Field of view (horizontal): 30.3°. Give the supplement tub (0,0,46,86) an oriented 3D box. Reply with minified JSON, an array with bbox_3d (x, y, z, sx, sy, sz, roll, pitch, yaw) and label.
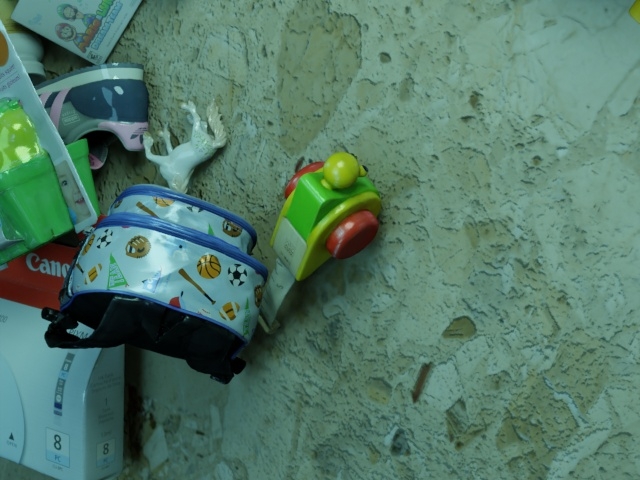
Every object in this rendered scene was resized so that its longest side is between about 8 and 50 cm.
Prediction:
[{"bbox_3d":[-0.493,-0.313,1.737,0.144,0.144,0.200,-25,82,38],"label":"supplement tub"}]

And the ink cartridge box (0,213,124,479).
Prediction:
[{"bbox_3d":[-0.424,0.141,1.743,0.308,0.091,0.385,10,105,36],"label":"ink cartridge box"}]

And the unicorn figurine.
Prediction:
[{"bbox_3d":[-0.186,-0.111,1.583,0.162,0.060,0.111,-41,72,35],"label":"unicorn figurine"}]

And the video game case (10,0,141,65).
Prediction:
[{"bbox_3d":[-0.331,-0.333,1.629,0.143,0.019,0.157,28,124,-18],"label":"video game case"}]

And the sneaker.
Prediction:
[{"bbox_3d":[-0.370,-0.157,1.688,0.319,0.112,0.131,-13,86,40],"label":"sneaker"}]

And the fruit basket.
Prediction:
[{"bbox_3d":[-0.470,-0.137,1.610,0.327,0.165,0.353,-20,104,46],"label":"fruit basket"}]

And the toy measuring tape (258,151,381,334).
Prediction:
[{"bbox_3d":[0.000,0.000,1.452,0.121,0.121,0.330,50,146,21],"label":"toy measuring tape"}]

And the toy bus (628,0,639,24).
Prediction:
[{"bbox_3d":[0.378,-0.260,1.087,0.191,0.104,0.202,-6,94,38],"label":"toy bus"}]

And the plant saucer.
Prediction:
[{"bbox_3d":[-0.392,0.067,1.789,0.277,0.041,0.278,6,100,37],"label":"plant saucer"}]

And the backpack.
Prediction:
[{"bbox_3d":[-0.183,0.053,1.455,0.263,0.276,0.213,162,121,-72],"label":"backpack"}]
